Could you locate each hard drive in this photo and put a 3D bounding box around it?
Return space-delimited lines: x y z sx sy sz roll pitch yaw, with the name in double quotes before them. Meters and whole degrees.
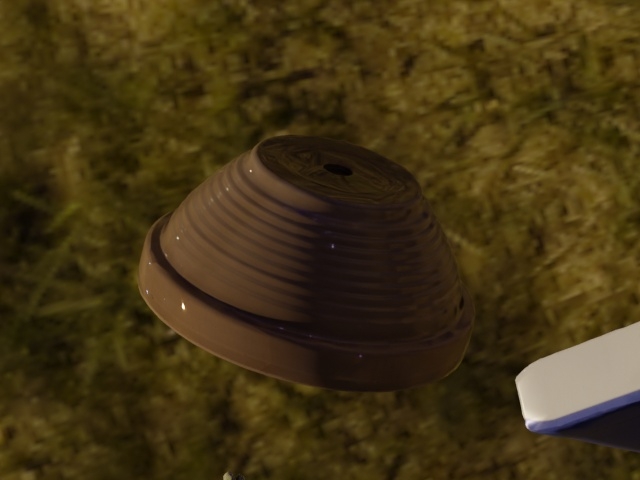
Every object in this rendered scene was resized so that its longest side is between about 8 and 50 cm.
"hard drive" 0.278 0.076 0.992 0.210 0.319 0.040 -25 66 31

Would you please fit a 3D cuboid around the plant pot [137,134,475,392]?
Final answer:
"plant pot" 0.000 0.000 1.237 0.237 0.237 0.110 31 118 32

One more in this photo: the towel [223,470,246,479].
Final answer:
"towel" -0.016 0.225 1.188 0.148 0.027 0.110 52 175 32
